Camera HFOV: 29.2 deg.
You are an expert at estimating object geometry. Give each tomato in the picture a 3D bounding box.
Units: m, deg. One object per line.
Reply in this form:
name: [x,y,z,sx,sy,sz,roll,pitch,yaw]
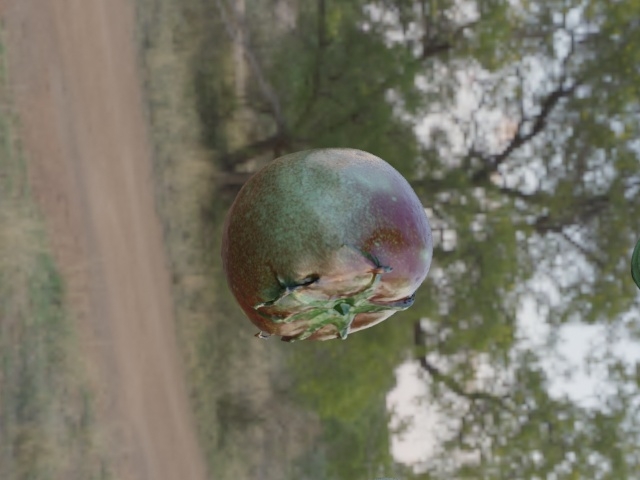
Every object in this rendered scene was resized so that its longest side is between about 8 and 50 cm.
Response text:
tomato: [0.000,0.000,1.747,0.303,0.303,0.239,91,-15,-64]

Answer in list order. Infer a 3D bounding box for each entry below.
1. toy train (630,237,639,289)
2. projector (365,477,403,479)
toy train: [0.530,0.105,1.429,0.272,0.179,0.442,-35,-129,44]
projector: [0.172,0.544,2.077,0.248,0.249,0.248,9,84,-58]
